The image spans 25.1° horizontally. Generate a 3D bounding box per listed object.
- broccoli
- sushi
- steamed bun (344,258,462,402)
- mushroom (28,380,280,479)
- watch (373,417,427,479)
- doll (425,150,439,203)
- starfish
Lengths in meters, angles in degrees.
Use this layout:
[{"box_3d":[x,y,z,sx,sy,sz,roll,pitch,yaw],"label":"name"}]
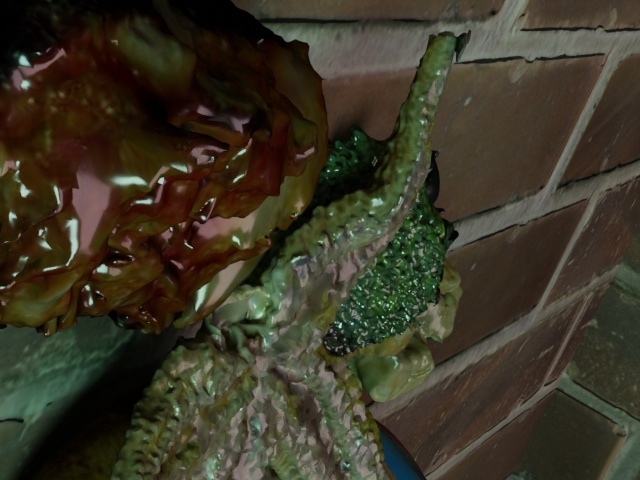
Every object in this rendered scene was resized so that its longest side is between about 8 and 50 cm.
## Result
[{"box_3d":[0.001,0.003,1.060,0.226,0.198,0.176,-78,151,-77],"label":"broccoli"},{"box_3d":[-0.114,-0.043,0.684,0.196,0.182,0.343,-48,168,14],"label":"sushi"},{"box_3d":[0.070,0.051,1.343,0.177,0.106,0.192,74,29,-60],"label":"steamed bun"},{"box_3d":[-0.085,0.201,1.041,0.267,0.254,0.267,-51,151,-42],"label":"mushroom"},{"box_3d":[-0.046,0.309,1.351,0.274,0.241,0.305,-26,142,-29],"label":"watch"},{"box_3d":[0.025,-0.028,1.213,0.179,0.089,0.102,-32,156,-5],"label":"doll"},{"box_3d":[-0.009,0.121,0.892,0.398,0.132,0.384,-49,137,-45],"label":"starfish"}]
